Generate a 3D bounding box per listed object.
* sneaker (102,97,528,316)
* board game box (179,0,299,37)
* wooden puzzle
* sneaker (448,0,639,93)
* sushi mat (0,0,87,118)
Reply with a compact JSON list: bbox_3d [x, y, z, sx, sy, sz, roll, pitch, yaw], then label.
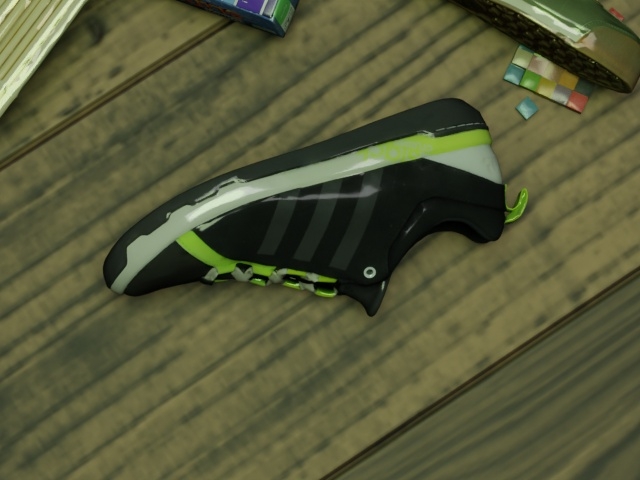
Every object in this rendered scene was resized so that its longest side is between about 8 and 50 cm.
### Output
[{"bbox_3d":[0.000,0.000,0.946,0.235,0.084,0.097,-21,86,-4],"label":"sneaker"},{"bbox_3d":[-0.047,-0.230,0.980,0.136,0.035,0.201,21,84,13],"label":"board game box"},{"bbox_3d":[0.138,-0.105,0.999,0.049,0.006,0.083,25,84,1],"label":"wooden puzzle"},{"bbox_3d":[0.109,-0.164,0.971,0.192,0.064,0.086,30,86,10],"label":"sneaker"},{"bbox_3d":[-0.145,-0.226,0.971,0.151,0.019,0.316,35,88,16],"label":"sushi mat"}]
